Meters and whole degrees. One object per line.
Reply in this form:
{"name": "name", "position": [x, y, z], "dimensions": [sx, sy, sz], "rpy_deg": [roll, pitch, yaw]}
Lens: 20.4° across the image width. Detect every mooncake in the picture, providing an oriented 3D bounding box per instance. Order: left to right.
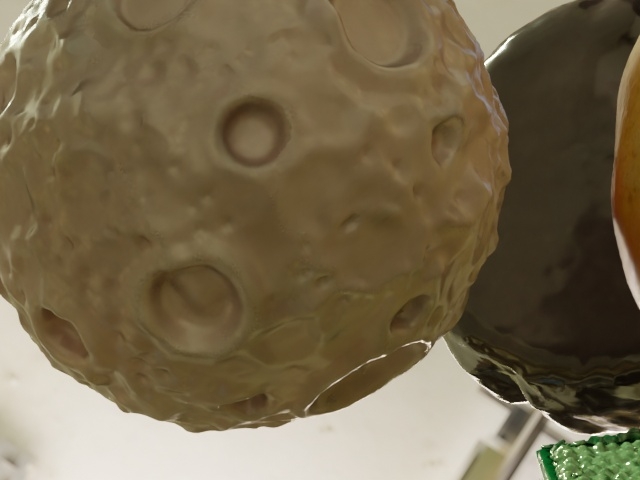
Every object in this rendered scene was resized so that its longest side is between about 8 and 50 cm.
{"name": "mooncake", "position": [0.256, -0.013, 1.556], "dimensions": [0.212, 0.350, 0.381], "rpy_deg": [46, -144, -53]}

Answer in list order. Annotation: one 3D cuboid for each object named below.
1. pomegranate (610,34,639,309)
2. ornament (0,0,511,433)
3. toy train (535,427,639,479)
{"name": "pomegranate", "position": [0.210, -0.021, 0.659], "dimensions": [0.209, 0.209, 0.209], "rpy_deg": [-56, -5, -8]}
{"name": "ornament", "position": [-0.033, -0.029, 0.842], "dimensions": [0.259, 0.225, 0.259], "rpy_deg": [-28, -15, -8]}
{"name": "toy train", "position": [0.225, 0.238, 1.259], "dimensions": [0.269, 0.115, 0.154], "rpy_deg": [-90, -5, -76]}
